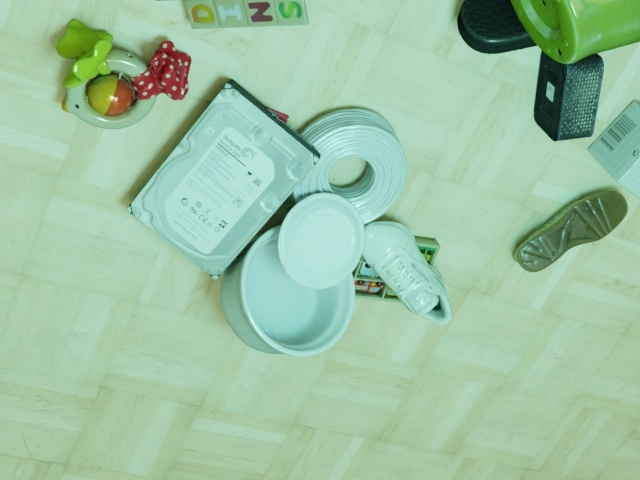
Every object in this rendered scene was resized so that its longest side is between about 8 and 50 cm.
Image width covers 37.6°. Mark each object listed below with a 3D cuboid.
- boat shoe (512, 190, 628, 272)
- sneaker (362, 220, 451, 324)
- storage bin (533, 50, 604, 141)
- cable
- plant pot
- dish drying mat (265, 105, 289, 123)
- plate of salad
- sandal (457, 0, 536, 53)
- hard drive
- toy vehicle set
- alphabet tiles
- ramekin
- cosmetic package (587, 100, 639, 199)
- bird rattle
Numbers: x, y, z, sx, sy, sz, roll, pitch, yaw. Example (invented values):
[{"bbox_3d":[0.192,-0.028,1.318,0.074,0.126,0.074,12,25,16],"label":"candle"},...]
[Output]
[{"bbox_3d":[0.574,-0.029,2.186,0.285,0.089,0.105,-28,99,1],"label":"boat shoe"},{"bbox_3d":[0.195,0.071,2.050,0.114,0.152,0.305,-40,123,14],"label":"sneaker"},{"bbox_3d":[0.512,-0.309,1.951,0.084,0.122,0.180,-8,124,-10],"label":"storage bin"},{"bbox_3d":[0.053,-0.145,1.951,0.257,0.089,0.257,-1,123,-15],"label":"cable"},{"bbox_3d":[0.528,-0.498,1.657,0.353,0.366,0.366,-30,126,-4],"label":"plant pot"},{"bbox_3d":[-0.106,-0.251,1.887,0.083,0.008,0.032,19,115,-25],"label":"dish drying mat"},{"bbox_3d":[0.000,0.000,1.930,0.200,0.048,0.200,-5,102,-26],"label":"plate of salad"},{"bbox_3d":[0.482,-0.443,1.858,0.445,0.168,0.107,-8,154,-6],"label":"sandal"},{"bbox_3d":[-0.193,-0.116,1.868,0.237,0.064,0.339,40,106,-9],"label":"hard drive"},{"bbox_3d":[0.121,0.057,2.135,0.267,0.035,0.166,7,120,-20],"label":"toy vehicle set"},{"bbox_3d":[-0.153,-0.497,1.606,0.342,0.011,0.285,3,129,19],"label":"alphabet tiles"},{"bbox_3d":[-0.076,0.110,1.980,0.277,0.277,0.135,24,158,-28],"label":"ramekin"},{"bbox_3d":[0.726,-0.178,2.078,0.183,0.151,0.151,29,112,-30],"label":"cosmetic package"},{"bbox_3d":[-0.371,-0.297,1.743,0.253,0.143,0.207,10,132,-36],"label":"bird rattle"}]
